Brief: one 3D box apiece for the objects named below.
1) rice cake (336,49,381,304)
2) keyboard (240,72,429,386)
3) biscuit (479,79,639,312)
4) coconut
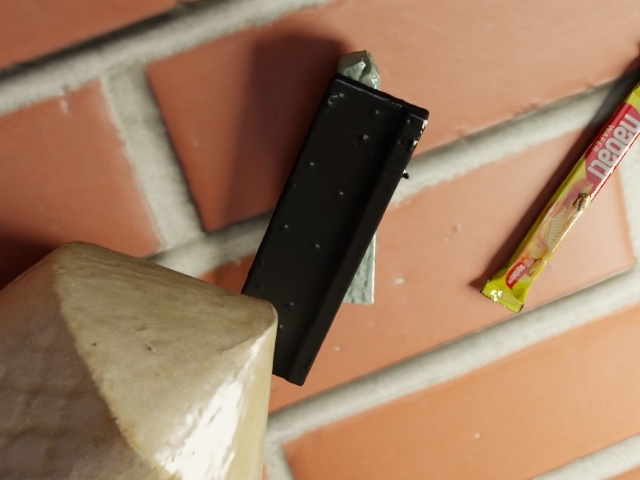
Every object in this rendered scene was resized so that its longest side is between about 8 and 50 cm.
[{"bbox_3d":[0.034,-0.055,1.134,0.042,0.045,0.245,-2,117,-1],"label":"rice cake"},{"bbox_3d":[0.000,0.000,1.128,0.100,0.018,0.310,22,117,-3],"label":"keyboard"},{"bbox_3d":[0.257,-0.055,1.214,0.048,0.026,0.292,32,103,-7],"label":"biscuit"},{"bbox_3d":[-0.170,0.147,1.044,0.328,0.329,0.329,-7,116,-13],"label":"coconut"}]
